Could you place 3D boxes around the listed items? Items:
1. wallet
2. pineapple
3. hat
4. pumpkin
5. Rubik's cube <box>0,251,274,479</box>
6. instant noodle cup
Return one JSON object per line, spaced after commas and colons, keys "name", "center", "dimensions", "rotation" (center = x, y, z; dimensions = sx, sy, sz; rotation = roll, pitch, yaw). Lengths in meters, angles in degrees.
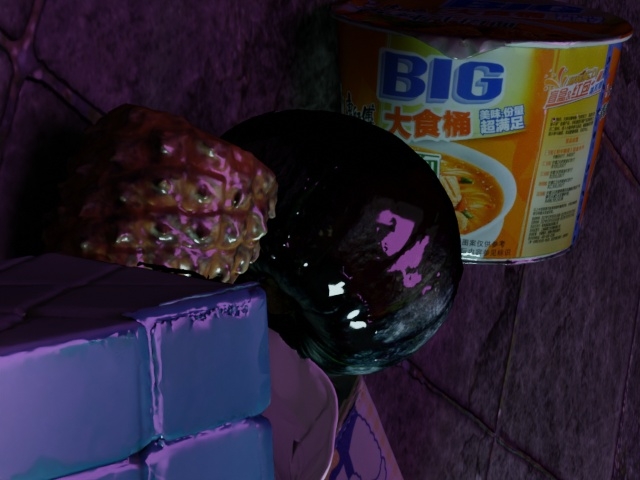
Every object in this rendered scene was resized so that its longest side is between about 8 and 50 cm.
{"name": "wallet", "center": [0.030, 0.296, 1.510], "dimensions": [0.223, 0.077, 0.309], "rotation": [-62, 144, -37]}
{"name": "pineapple", "center": [-0.141, 0.049, 1.107], "dimensions": [0.158, 0.158, 0.278], "rotation": [39, 72, -57]}
{"name": "hat", "center": [-0.080, 0.175, 1.224], "dimensions": [0.126, 0.203, 0.203], "rotation": [92, 19, -50]}
{"name": "pumpkin", "center": [0.000, 0.000, 1.269], "dimensions": [0.163, 0.233, 0.233], "rotation": [-47, 134, -32]}
{"name": "Rubik's cube", "center": [-0.176, 0.135, 0.895], "dimensions": [0.231, 0.221, 0.224], "rotation": [-11, 103, -42]}
{"name": "instant noodle cup", "center": [0.144, -0.110, 1.505], "dimensions": [0.296, 0.296, 0.214], "rotation": [-27, 124, -59]}
